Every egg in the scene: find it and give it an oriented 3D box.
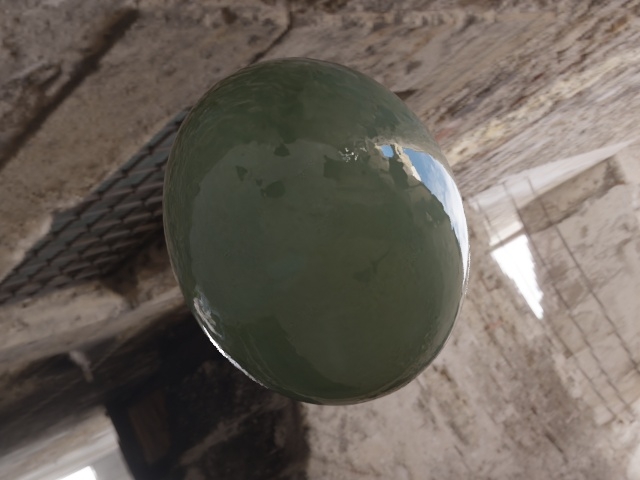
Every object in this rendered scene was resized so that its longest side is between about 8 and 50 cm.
[{"bbox_3d":[0.000,0.000,0.674,0.203,0.203,0.282,15,-31,34],"label":"egg"}]
